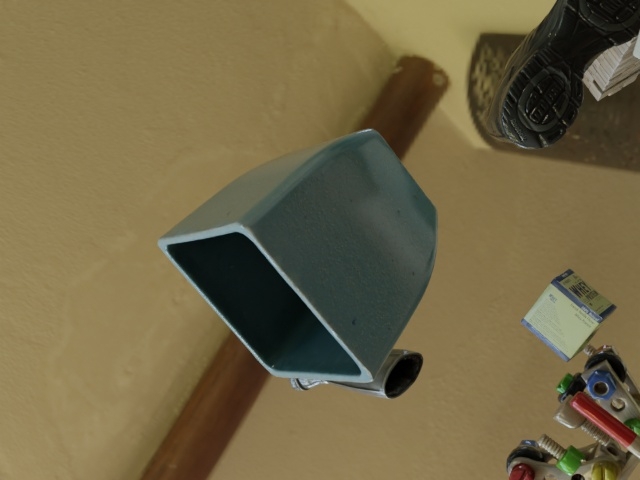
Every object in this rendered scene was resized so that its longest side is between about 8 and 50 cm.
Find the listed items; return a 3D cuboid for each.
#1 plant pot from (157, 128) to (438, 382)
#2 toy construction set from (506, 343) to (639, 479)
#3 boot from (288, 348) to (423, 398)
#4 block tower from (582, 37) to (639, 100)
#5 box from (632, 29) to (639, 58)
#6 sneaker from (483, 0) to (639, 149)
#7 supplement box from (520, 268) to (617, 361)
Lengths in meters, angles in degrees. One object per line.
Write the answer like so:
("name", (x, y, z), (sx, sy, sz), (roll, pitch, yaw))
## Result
("plant pot", (0.000, 0.000, 1.277), (0.252, 0.247, 0.248), (-48, -71, -26))
("toy construction set", (0.424, 0.305, 1.433), (0.257, 0.237, 0.309), (-52, -10, -2))
("boot", (0.071, 0.180, 1.604), (0.076, 0.208, 0.190), (58, -134, -20))
("block tower", (0.509, -0.343, 1.721), (0.091, 0.097, 0.335), (-32, -14, -2))
("box", (0.376, -0.271, 0.883), (0.094, 0.113, 0.275), (-6, -57, -28))
("sneaker", (0.283, -0.232, 1.194), (0.109, 0.130, 0.286), (42, -97, -13))
("supplement box", (0.330, 0.099, 1.353), (0.056, 0.083, 0.083), (-21, -32, -52))
